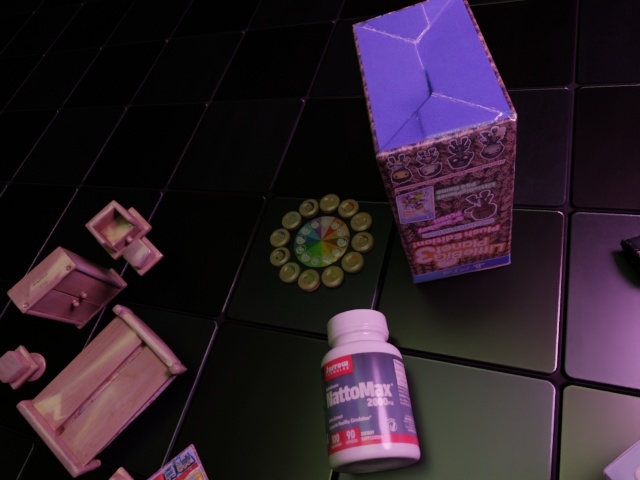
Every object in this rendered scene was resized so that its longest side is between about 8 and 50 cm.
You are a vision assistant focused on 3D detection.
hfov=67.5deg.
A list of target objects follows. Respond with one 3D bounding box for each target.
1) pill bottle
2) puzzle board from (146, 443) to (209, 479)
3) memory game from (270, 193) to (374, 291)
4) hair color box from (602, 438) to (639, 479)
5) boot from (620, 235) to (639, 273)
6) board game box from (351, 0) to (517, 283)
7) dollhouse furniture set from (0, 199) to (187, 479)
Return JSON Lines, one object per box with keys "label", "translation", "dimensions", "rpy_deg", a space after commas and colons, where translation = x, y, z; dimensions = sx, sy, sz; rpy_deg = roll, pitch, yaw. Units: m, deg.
{"label": "pill bottle", "translation": [0.055, 0.185, 0.600], "dimensions": [0.107, 0.108, 0.180], "rpy_deg": [-15, 55, 12]}
{"label": "puzzle board", "translation": [-0.208, 0.359, 0.651], "dimensions": [0.128, 0.011, 0.096], "rpy_deg": [-38, 54, -4]}
{"label": "memory game", "translation": [0.000, 0.000, 0.797], "dimensions": [0.186, 0.012, 0.186], "rpy_deg": [-10, 56, 15]}
{"label": "hair color box", "translation": [0.393, 0.298, 0.320], "dimensions": [0.113, 0.185, 0.375], "rpy_deg": [-42, 48, 6]}
{"label": "boot", "translation": [0.439, -0.009, 0.615], "dimensions": [0.099, 0.045, 0.121], "rpy_deg": [-25, 54, 9]}
{"label": "board game box", "translation": [0.153, -0.119, 0.639], "dimensions": [0.140, 0.291, 0.232], "rpy_deg": [-13, 56, 12]}
{"label": "dollhouse furniture set", "translation": [-0.296, 0.172, 0.772], "dimensions": [0.355, 0.174, 0.303], "rpy_deg": [42, 80, 14]}
